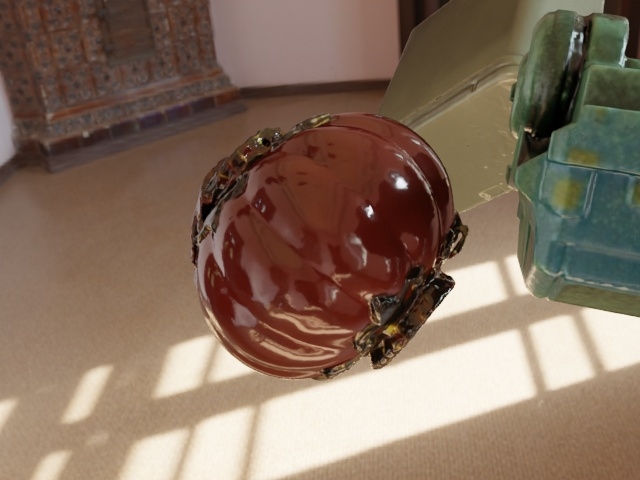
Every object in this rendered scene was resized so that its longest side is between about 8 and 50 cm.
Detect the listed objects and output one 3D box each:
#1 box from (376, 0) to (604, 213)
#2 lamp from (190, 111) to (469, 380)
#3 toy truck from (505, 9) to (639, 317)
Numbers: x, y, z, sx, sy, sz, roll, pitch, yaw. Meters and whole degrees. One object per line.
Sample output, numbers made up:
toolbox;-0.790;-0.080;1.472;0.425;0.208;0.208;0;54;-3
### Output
box;0.248;-0.243;1.126;0.352;0.177;0.344;-28;34;50
lamp;0.000;0.000;0.582;0.226;0.227;0.227;-5;28;2
toy truck;0.189;-0.044;0.451;0.154;0.156;0.279;11;8;11
